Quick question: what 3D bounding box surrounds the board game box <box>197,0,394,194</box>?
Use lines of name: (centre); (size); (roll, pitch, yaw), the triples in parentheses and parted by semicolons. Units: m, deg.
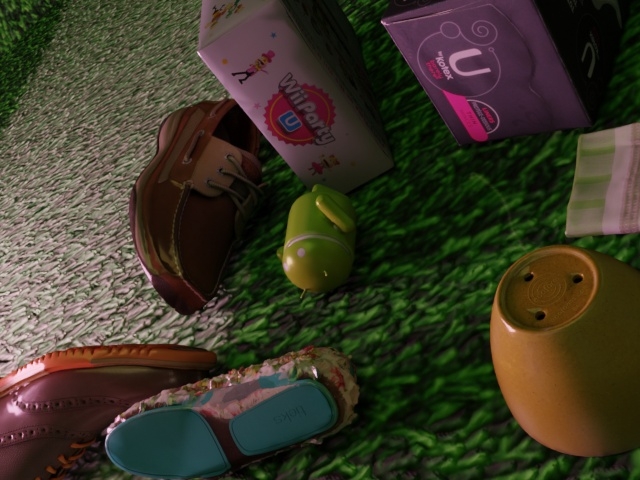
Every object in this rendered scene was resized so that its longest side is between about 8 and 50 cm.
board game box: (-0.030, -0.221, 0.862); (0.097, 0.224, 0.303); (-28, 38, 16)

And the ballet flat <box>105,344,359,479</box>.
ballet flat: (-0.069, 0.147, 0.659); (0.241, 0.091, 0.077); (-17, 12, 24)

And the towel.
towel: (0.266, -0.056, 0.594); (0.152, 0.023, 0.113); (-8, 47, 37)

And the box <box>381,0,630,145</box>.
box: (0.192, -0.247, 0.735); (0.143, 0.165, 0.270); (-4, 49, 41)

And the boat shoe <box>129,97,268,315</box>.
boat shoe: (-0.126, -0.065, 0.880); (0.120, 0.122, 0.324); (-23, 41, 18)

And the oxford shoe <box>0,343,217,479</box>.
oxford shoe: (-0.259, 0.184, 0.775); (0.364, 0.130, 0.133); (-16, 75, 20)

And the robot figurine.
robot figurine: (0.000, 0.000, 0.739); (0.101, 0.067, 0.115); (-48, 26, 42)

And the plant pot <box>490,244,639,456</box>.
plant pot: (0.165, 0.057, 0.507); (0.134, 0.095, 0.134); (-24, 40, 21)
